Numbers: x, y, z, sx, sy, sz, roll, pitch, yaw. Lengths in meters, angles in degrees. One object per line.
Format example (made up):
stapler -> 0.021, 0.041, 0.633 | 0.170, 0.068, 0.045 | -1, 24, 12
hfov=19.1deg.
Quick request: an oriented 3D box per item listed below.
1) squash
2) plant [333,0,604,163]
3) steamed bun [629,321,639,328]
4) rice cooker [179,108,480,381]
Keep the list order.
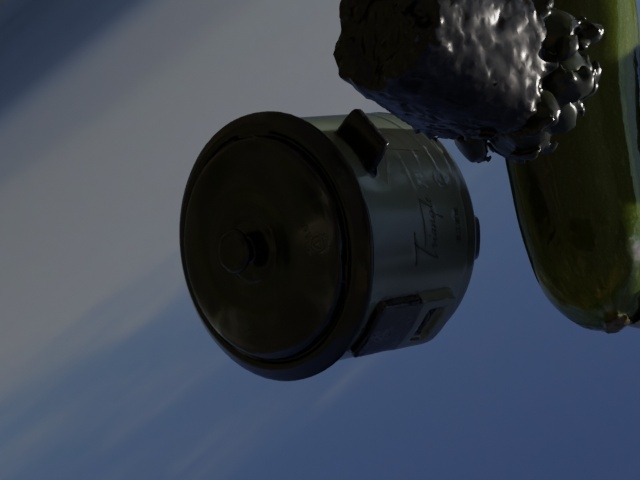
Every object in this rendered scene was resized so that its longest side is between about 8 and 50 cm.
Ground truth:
squash -> 0.155, -0.096, 1.182 | 0.094, 0.094, 0.341 | -31, -128, 45
plant -> 0.078, -0.090, 0.947 | 0.094, 0.143, 0.092 | -10, -109, 42
steamed bun -> 0.295, -0.013, 1.767 | 0.130, 0.228, 0.177 | -20, 171, -26
rice cooker -> 0.000, 0.000, 1.729 | 0.227, 0.241, 0.280 | -7, 141, -46
